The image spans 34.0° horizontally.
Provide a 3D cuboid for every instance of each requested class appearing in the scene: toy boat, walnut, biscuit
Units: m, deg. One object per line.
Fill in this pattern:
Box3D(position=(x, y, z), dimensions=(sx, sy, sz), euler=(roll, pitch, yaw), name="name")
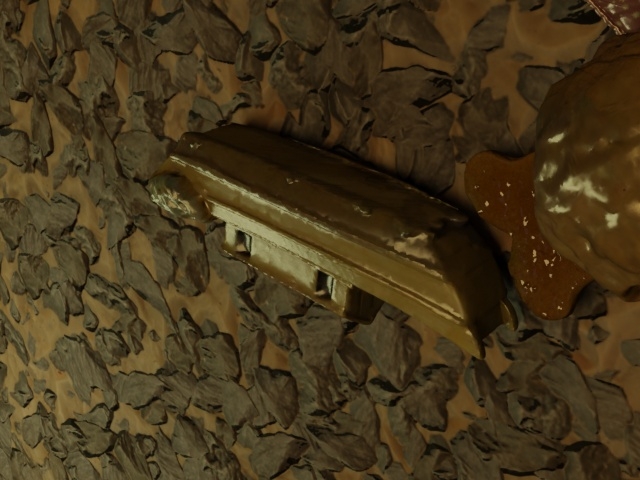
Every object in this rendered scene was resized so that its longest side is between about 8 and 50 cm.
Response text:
Box3D(position=(0.000, 0.000, 1.098), dimensions=(0.445, 0.136, 0.162), euler=(24, 126, 33), name="toy boat")
Box3D(position=(0.235, -0.063, 0.747), dimensions=(0.204, 0.141, 0.238), euler=(-108, 28, -62), name="walnut")
Box3D(position=(0.267, -0.044, 0.894), dimensions=(0.301, 0.049, 0.197), euler=(-30, 84, 45), name="biscuit")

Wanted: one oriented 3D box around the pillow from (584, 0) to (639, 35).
Box3D(position=(0.237, -0.242, 0.849), dimensions=(0.185, 0.043, 0.118), euler=(47, 136, 5), name="pillow")
